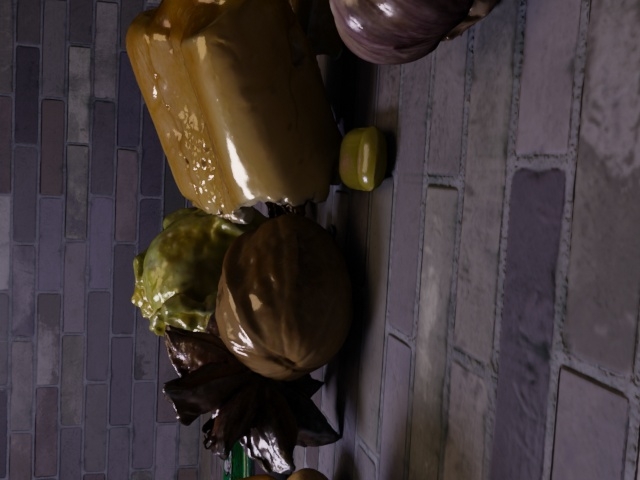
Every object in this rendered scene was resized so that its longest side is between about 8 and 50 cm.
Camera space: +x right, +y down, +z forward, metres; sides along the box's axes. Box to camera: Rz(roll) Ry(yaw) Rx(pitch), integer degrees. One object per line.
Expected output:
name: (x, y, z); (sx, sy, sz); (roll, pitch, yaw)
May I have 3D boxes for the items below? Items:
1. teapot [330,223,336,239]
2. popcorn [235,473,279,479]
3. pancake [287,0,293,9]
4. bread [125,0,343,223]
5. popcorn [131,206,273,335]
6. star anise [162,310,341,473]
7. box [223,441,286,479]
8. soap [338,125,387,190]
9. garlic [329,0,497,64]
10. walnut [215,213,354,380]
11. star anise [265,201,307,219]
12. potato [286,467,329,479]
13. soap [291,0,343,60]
teapot: (0.001, 0.004, 1.266); (0.049, 0.063, 0.083); (64, 176, -28)
popcorn: (-0.035, 0.466, 0.866); (0.349, 0.349, 0.382); (-105, -4, -47)
pancake: (-0.086, -0.393, 1.575); (0.382, 0.071, 0.382); (179, 90, -73)
bread: (-0.123, -0.254, 1.180); (0.361, 0.250, 0.394); (15, 129, 54)
popcorn: (-0.195, 0.073, 1.418); (0.312, 0.312, 0.312); (-178, 90, -75)
star anise: (-0.117, 0.243, 1.178); (0.118, 0.331, 0.332); (-53, 31, 28)
box: (-0.146, 0.511, 1.634); (0.336, 0.106, 0.264); (153, 119, -74)
soap: (0.061, -0.115, 1.033); (0.140, 0.045, 0.089); (-157, 66, -74)
garlic: (0.104, -0.277, 0.698); (0.245, 0.160, 0.245); (-157, 90, -80)
walnut: (-0.056, 0.083, 1.130); (0.225, 0.224, 0.261); (108, 156, -46)
star anise: (-0.082, -0.130, 1.475); (0.288, 0.088, 0.288); (171, 90, -74)
potato: (-0.019, 0.429, 1.154); (0.178, 0.109, 0.118); (107, 145, -45)
soap: (-0.003, -0.429, 1.257); (0.232, 0.073, 0.140); (-103, 19, -44)
